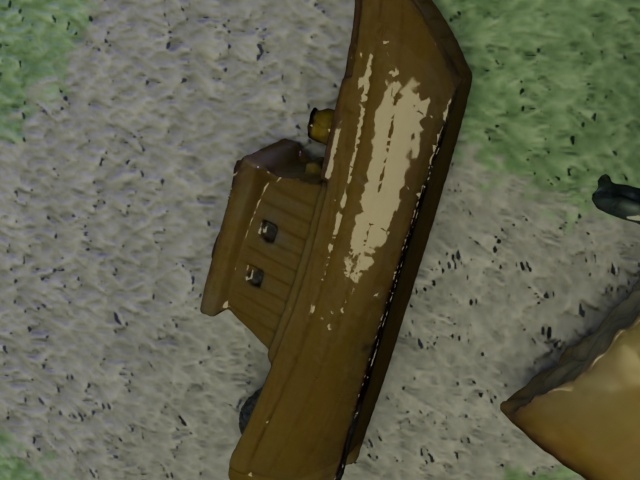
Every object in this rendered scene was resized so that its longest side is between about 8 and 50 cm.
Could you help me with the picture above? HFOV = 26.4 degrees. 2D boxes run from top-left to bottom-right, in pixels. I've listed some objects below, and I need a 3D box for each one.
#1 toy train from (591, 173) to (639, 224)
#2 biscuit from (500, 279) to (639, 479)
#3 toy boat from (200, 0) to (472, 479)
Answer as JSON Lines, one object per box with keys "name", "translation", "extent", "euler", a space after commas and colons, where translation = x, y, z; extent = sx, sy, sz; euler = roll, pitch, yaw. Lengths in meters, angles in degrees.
{"name": "toy train", "translation": [0.338, -0.027, 0.581], "extent": [0.429, 0.178, 0.249], "euler": [10, 98, 12]}
{"name": "biscuit", "translation": [0.399, 0.068, 0.734], "extent": [0.446, 0.104, 0.429], "euler": [36, 112, 2]}
{"name": "toy boat", "translation": [0.000, 0.000, 0.802], "extent": [0.121, 0.089, 0.321], "euler": [21, 111, 17]}
